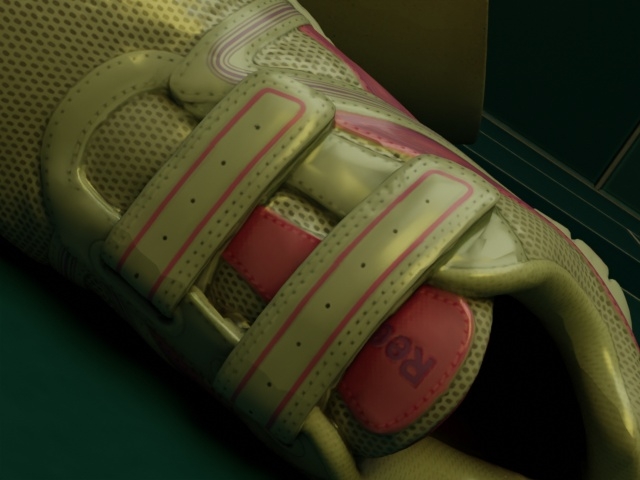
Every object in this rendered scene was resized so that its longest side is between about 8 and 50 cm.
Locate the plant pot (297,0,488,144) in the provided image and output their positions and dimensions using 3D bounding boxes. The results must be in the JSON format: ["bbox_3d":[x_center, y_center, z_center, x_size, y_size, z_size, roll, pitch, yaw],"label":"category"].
[{"bbox_3d":[0.004,-0.203,0.931,0.191,0.284,0.284,-1,13,1],"label":"plant pot"}]

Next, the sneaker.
[{"bbox_3d":[0.000,0.000,0.368,0.252,0.103,0.111,30,10,-18],"label":"sneaker"}]
